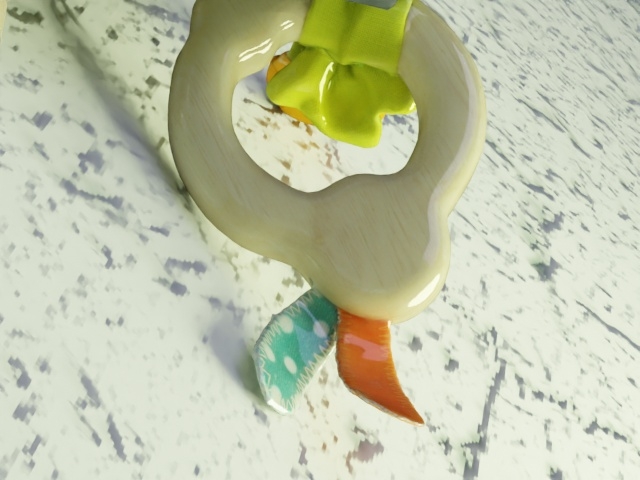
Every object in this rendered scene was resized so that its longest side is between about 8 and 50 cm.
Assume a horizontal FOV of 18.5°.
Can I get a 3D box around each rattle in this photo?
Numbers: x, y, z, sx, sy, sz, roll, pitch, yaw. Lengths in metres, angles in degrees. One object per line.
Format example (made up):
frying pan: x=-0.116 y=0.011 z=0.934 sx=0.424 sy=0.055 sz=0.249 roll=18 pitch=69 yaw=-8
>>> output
rattle: x=0.000 y=0.000 z=0.791 sx=0.130 sy=0.143 sz=0.199 roll=-4 pitch=68 yaw=-25

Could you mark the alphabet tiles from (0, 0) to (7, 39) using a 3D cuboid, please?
alphabet tiles: x=-0.111 y=-0.104 z=0.504 sx=0.198 sy=0.009 sz=0.237 roll=66 pitch=30 yaw=-69

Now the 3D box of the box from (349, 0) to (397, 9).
box: x=-0.138 y=-0.274 z=0.761 sx=0.318 sy=0.097 sz=0.395 roll=8 pitch=45 yaw=-36
